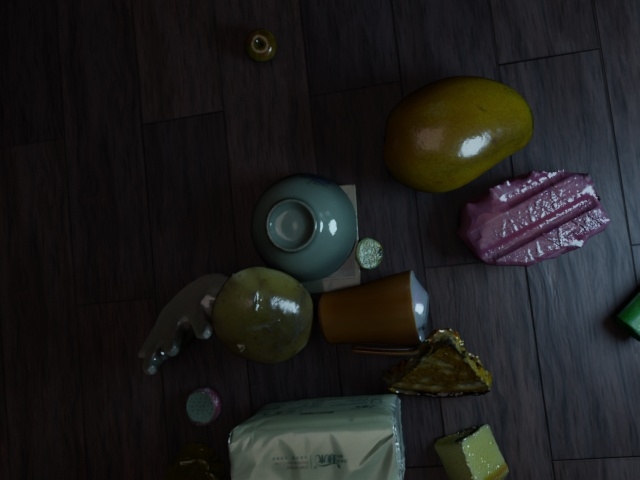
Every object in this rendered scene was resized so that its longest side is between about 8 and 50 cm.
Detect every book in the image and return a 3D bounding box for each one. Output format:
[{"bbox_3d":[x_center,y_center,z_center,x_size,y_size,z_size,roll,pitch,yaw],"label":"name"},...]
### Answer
[{"bbox_3d":[0.000,0.000,1.384,0.214,0.025,0.283,-6,87,10],"label":"book"}]

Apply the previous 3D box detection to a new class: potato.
[{"bbox_3d":[-0.115,0.200,1.258,0.239,0.299,0.116,-57,36,-3],"label":"potato"}]

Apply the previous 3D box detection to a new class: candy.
[{"bbox_3d":[-0.317,0.447,1.401,0.103,0.043,0.103,0,89,10],"label":"candy"}]

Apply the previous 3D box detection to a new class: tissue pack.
[{"bbox_3d":[0.007,0.489,1.216,0.379,0.297,0.208,-7,83,11],"label":"tissue pack"}]

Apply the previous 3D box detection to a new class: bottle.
[{"bbox_3d":[0.832,0.092,1.200,0.093,0.093,0.330,44,94,9],"label":"bottle"}]

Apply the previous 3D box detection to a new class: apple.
[{"bbox_3d":[-0.162,-0.531,1.418,0.089,0.074,0.090,0,88,8],"label":"apple"}]

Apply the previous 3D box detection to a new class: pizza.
[{"bbox_3d":[0.255,0.299,1.232,0.251,0.288,0.074,-18,43,22],"label":"pizza"}]

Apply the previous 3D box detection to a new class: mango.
[{"bbox_3d":[0.326,-0.262,1.252,0.377,0.221,0.264,-16,79,-2],"label":"mango"}]

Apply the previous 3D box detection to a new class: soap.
[{"bbox_3d":[0.495,-0.048,1.250,0.324,0.127,0.220,-27,82,8],"label":"soap"}]

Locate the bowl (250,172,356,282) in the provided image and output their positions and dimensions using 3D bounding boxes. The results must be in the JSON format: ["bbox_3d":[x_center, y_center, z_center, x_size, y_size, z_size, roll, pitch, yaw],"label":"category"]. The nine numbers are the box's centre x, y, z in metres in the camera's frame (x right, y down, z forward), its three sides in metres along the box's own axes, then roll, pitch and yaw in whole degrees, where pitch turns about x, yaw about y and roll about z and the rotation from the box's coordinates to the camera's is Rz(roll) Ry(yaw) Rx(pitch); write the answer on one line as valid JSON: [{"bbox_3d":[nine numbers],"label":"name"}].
[{"bbox_3d":[-0.058,-0.038,1.311,0.288,0.146,0.290,0,88,12],"label":"bowl"}]

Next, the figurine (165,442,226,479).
[{"bbox_3d":[-0.357,0.637,1.257,0.167,0.315,0.188,15,89,10],"label":"figurine"}]

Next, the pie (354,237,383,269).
[{"bbox_3d":[0.125,0.036,1.350,0.085,0.017,0.085,1,86,-17],"label":"pie"}]

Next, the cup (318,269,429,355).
[{"bbox_3d":[0.142,0.197,1.291,0.263,0.182,0.226,-9,116,16],"label":"cup"}]

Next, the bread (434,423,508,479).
[{"bbox_3d":[0.373,0.537,1.269,0.152,0.127,0.147,-15,81,-25],"label":"bread"}]

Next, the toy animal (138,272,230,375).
[{"bbox_3d":[-0.310,0.236,1.361,0.266,0.188,0.308,16,77,41],"label":"toy animal"}]
